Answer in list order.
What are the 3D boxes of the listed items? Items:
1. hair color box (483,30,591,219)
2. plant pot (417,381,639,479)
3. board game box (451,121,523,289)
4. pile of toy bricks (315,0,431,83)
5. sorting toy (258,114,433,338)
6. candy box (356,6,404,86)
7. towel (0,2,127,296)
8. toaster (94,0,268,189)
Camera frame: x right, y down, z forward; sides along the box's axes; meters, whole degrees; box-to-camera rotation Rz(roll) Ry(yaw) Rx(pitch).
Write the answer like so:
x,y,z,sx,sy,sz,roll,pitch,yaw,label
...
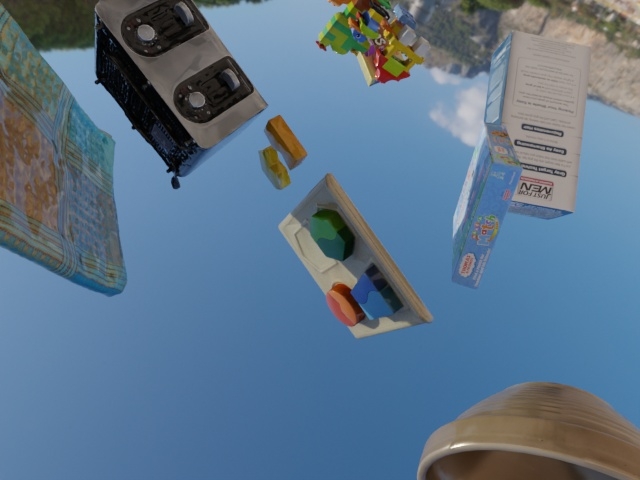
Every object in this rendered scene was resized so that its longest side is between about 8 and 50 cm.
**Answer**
x,y,z,sx,sy,sz,roll,pitch,yaw,label
0.432,-0.231,0.977,0.173,0.348,0.105,10,173,-3,hair color box
0.219,0.212,0.447,0.237,0.237,0.110,27,-132,2,plant pot
0.217,-0.057,0.640,0.039,0.160,0.211,15,-152,10,board game box
0.039,-0.302,0.660,0.212,0.105,0.118,20,-135,-34,pile of toy bricks
0.000,0.000,0.636,0.041,0.229,0.307,-35,-91,-24,sorting toy
0.153,-0.538,1.318,0.109,0.053,0.187,-21,-92,-4,candy box
-0.320,-0.097,0.554,0.040,0.370,0.272,-11,-108,-4,towel
-0.164,-0.169,0.540,0.110,0.185,0.168,-41,-78,-23,toaster
